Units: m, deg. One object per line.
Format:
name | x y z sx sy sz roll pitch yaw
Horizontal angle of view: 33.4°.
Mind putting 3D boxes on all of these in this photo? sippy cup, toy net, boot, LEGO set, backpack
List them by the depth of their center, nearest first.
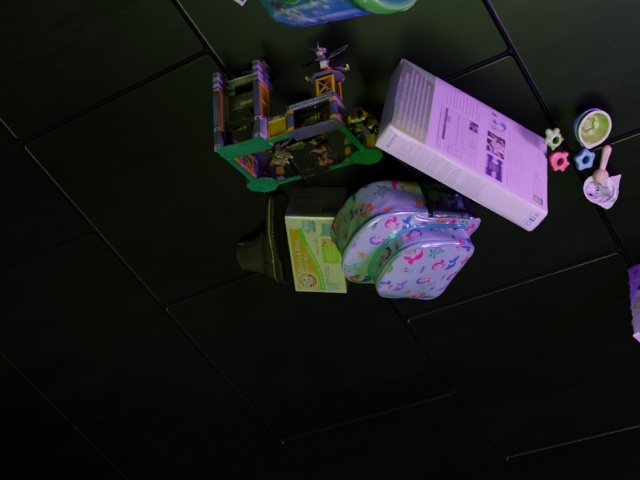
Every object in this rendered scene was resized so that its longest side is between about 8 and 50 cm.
sippy cup | 0.013 -0.446 1.683 0.224 0.240 0.305 -12 140 42
toy net | 0.496 -0.133 1.959 0.122 0.045 0.232 -35 122 -6
LEGO set | -0.048 -0.241 1.977 0.331 0.192 0.255 -17 153 29
backpack | 0.154 -0.003 2.037 0.254 0.191 0.225 9 137 -25
boot | -0.127 -0.009 2.226 0.137 0.077 0.197 12 114 34

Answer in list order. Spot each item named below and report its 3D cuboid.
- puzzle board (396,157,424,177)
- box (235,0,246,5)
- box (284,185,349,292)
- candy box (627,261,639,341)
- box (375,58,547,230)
puzzle board | 0.201 -0.183 2.040 0.128 0.011 0.096 -32 118 33
box | -0.122 -0.511 1.819 0.114 0.036 0.207 34 128 -15
box | 0.000 0.000 2.177 0.114 0.103 0.203 1 130 11
candy box | 0.681 0.099 2.046 0.070 0.196 0.165 39 126 -20
box | 0.257 -0.173 1.889 0.322 0.232 0.058 29 129 -11
